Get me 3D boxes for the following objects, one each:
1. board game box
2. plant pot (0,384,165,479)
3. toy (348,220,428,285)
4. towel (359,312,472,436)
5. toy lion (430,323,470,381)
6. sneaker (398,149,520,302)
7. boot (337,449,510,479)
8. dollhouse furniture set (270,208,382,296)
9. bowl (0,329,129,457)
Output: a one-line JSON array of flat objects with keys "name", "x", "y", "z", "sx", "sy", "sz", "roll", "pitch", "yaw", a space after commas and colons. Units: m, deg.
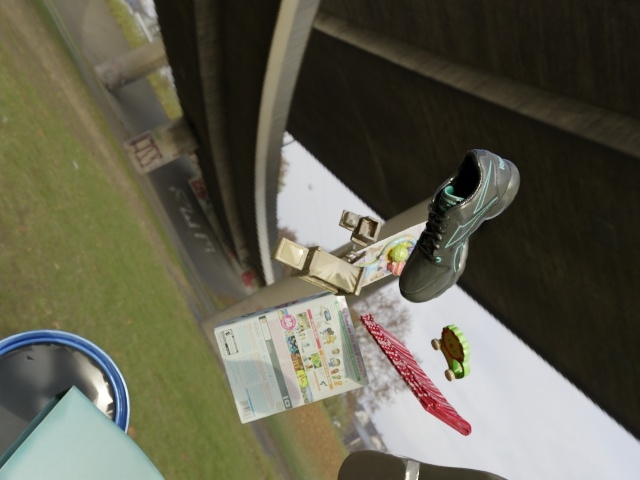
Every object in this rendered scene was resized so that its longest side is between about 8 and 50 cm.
[{"name": "board game box", "x": -0.065, "y": 0.258, "z": 1.530, "sx": 0.097, "sy": 0.303, "sz": 0.224, "roll": -152, "pitch": -134, "yaw": -87}, {"name": "plant pot", "x": -0.338, "y": 0.356, "z": 0.969, "sx": 0.234, "sy": 0.166, "sz": 0.165, "roll": 44, "pitch": -32, "yaw": -11}, {"name": "toy", "x": 0.190, "y": 0.052, "z": 1.711, "sx": 0.137, "sy": 0.237, "sz": 0.056, "roll": 80, "pitch": -14, "yaw": -47}, {"name": "towel", "x": 0.197, "y": 0.274, "z": 1.380, "sx": 0.199, "sy": 0.031, "sz": 0.275, "roll": 41, "pitch": 8, "yaw": -45}, {"name": "toy lion", "x": 0.247, "y": 0.204, "z": 1.223, "sx": 0.100, "sy": 0.034, "sz": 0.096, "roll": 67, "pitch": -21, "yaw": 7}, {"name": "sneaker", "x": 0.192, "y": -0.025, "z": 1.033, "sx": 0.106, "sy": 0.267, "sz": 0.101, "roll": 23, "pitch": 13, "yaw": -45}, {"name": "boot", "x": 0.181, "y": 0.343, "z": 0.867, "sx": 0.305, "sy": 0.112, "sz": 0.115, "roll": 15, "pitch": -10, "yaw": 23}, {"name": "dollhouse furniture set", "x": 0.000, "y": 0.000, "z": 1.285, "sx": 0.181, "sy": 0.161, "sz": 0.101, "roll": 26, "pitch": -16, "yaw": -22}, {"name": "bowl", "x": -0.641, "y": 0.400, "z": 1.538, "sx": 0.391, "sy": 0.391, "sz": 0.077, "roll": 63, "pitch": -18, "yaw": -5}]
